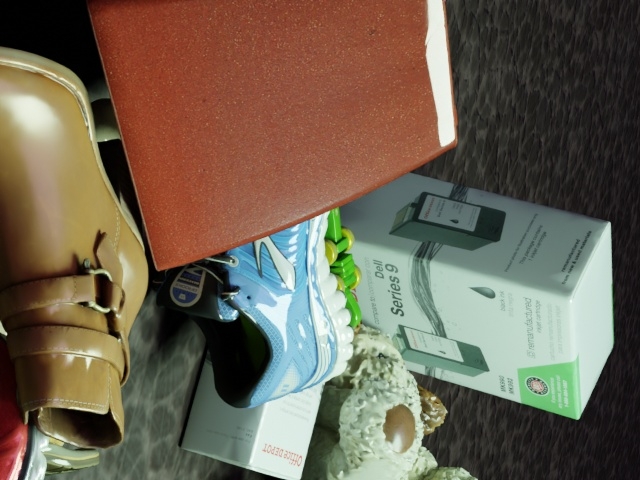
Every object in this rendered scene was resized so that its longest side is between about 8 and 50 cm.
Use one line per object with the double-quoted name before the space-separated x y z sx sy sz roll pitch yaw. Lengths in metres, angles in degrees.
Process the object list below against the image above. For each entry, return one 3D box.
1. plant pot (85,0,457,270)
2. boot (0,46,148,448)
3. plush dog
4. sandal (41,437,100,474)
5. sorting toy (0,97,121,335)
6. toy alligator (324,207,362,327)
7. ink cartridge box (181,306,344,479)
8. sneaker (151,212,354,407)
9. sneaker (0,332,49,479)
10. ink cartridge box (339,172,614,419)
"plant pot" -0.030 -0.173 1.428 0.267 0.236 0.267 -96 177 -45
"boot" -0.202 0.009 1.306 0.283 0.109 0.220 51 35 -62
"plush dog" 0.042 0.196 2.076 0.262 0.211 0.225 52 33 -43
"sandal" -0.225 0.154 1.495 0.180 0.072 0.049 24 58 -65
"sorting toy" -0.212 0.012 1.482 0.208 0.038 0.193 -41 139 -51
"toy alligator" 0.000 0.000 1.998 0.056 0.051 0.189 -35 115 -61
"ink cartridge box" -0.051 0.126 1.888 0.139 0.082 0.190 34 71 -67
"sneaker" -0.069 -0.001 1.688 0.147 0.130 0.330 -31 116 -39
"sneaker" -0.272 0.184 1.331 0.118 0.107 0.279 38 62 -56
"ink cartridge box" 0.159 0.053 2.106 0.121 0.289 0.211 -59 152 -34
